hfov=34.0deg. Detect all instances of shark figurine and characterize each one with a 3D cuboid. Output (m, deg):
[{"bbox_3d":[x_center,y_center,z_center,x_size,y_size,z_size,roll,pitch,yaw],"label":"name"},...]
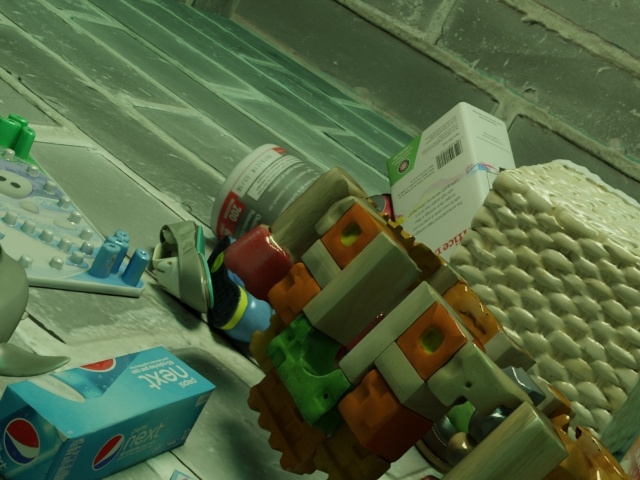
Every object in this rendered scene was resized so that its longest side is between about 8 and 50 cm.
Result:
[{"bbox_3d":[-0.293,0.028,0.887,0.166,0.116,0.278,-4,27,-3],"label":"shark figurine"}]

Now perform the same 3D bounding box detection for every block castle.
[{"bbox_3d":[0.092,0.159,1.030,0.303,0.213,0.453,37,12,-43],"label":"block castle"}]

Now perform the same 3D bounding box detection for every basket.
[{"bbox_3d":[0.344,0.095,1.463,0.331,0.328,0.266,37,20,26],"label":"basket"}]

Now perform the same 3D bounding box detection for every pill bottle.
[{"bbox_3d":[0.000,0.000,1.471,0.283,0.161,0.161,33,16,17],"label":"pill bottle"}]

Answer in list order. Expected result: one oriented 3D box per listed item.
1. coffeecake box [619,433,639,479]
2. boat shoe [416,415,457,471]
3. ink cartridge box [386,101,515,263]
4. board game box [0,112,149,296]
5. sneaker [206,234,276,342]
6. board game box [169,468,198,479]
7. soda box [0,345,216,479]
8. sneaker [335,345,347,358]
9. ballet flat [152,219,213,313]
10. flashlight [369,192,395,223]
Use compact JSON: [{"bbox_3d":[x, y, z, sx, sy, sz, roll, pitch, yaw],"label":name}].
[{"bbox_3d":[0.344,0.290,1.105,0.068,0.185,0.142,29,15,1],"label":"coffeecake box"},{"bbox_3d":[0.147,0.199,1.266,0.073,0.073,0.207,25,17,-16],"label":"boat shoe"},{"bbox_3d":[0.232,-0.059,1.777,0.117,0.201,0.278,20,49,-34],"label":"ink cartridge box"},{"bbox_3d":[-0.432,-0.079,1.185,0.390,0.050,0.390,10,24,-47],"label":"board game box"},{"bbox_3d":[-0.095,0.065,1.291,0.082,0.069,0.209,29,16,-24],"label":"sneaker"},{"bbox_3d":[-0.063,0.250,0.832,0.154,0.026,0.103,28,16,-3],"label":"board game box"},{"bbox_3d":[-0.180,0.148,0.878,0.071,0.067,0.210,35,16,20],"label":"soda box"},{"bbox_3d":[-0.040,0.071,1.325,0.221,0.087,0.128,31,15,14],"label":"sneaker"},{"bbox_3d":[-0.170,0.035,1.277,0.068,0.072,0.213,-6,22,-8],"label":"ballet flat"},{"bbox_3d":[0.030,-0.057,1.818,0.304,0.103,0.103,15,-6,-37],"label":"flashlight"}]
